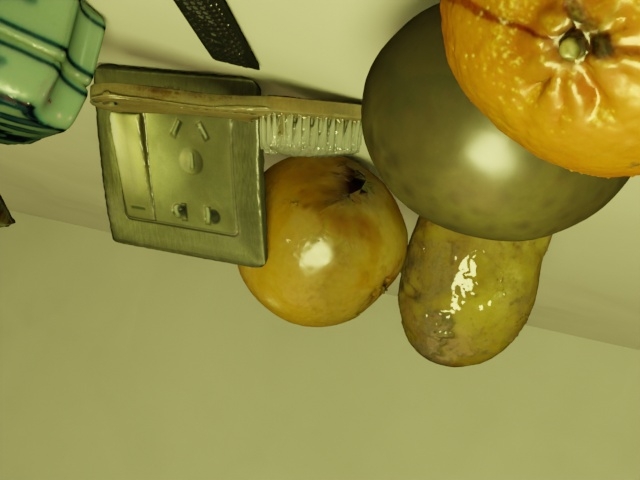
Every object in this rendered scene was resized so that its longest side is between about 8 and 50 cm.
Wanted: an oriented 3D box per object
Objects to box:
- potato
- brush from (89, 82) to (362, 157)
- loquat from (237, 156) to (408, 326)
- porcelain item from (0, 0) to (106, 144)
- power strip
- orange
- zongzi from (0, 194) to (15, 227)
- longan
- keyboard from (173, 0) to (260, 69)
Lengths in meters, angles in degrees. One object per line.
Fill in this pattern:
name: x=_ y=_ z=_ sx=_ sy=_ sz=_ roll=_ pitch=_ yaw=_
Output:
potato: x=0.225 y=0.063 z=1.090 sx=0.229 sy=0.266 sz=0.229 roll=13 pitch=173 yaw=2
brush: x=-0.092 y=-0.134 z=0.807 sx=0.327 sy=0.065 sz=0.070 roll=3 pitch=178 yaw=-17
loquat: x=0.000 y=0.000 z=1.061 sx=0.262 sy=0.263 sz=0.263 roll=14 pitch=170 yaw=3
porcelain item: x=-0.405 y=-0.216 z=0.765 sx=0.281 sy=0.157 sz=0.285 roll=21 pitch=169 yaw=-36
power strip: x=-0.178 y=-0.104 z=0.957 sx=0.251 sy=0.257 sz=0.092 roll=8 pitch=-154 yaw=16
orange: x=0.152 y=-0.124 z=0.360 sx=0.193 sy=0.193 sz=0.161 roll=4 pitch=-162 yaw=45
zongzi: x=-0.480 y=-0.087 z=0.753 sx=0.286 sy=0.139 sz=0.300 roll=20 pitch=169 yaw=-2
longan: x=0.139 y=-0.094 z=0.551 sx=0.220 sy=0.197 sz=0.196 roll=19 pitch=170 yaw=5
keyboard: x=-0.112 y=-0.223 z=0.713 sx=0.063 sy=0.010 sz=0.198 roll=14 pitch=170 yaw=13
